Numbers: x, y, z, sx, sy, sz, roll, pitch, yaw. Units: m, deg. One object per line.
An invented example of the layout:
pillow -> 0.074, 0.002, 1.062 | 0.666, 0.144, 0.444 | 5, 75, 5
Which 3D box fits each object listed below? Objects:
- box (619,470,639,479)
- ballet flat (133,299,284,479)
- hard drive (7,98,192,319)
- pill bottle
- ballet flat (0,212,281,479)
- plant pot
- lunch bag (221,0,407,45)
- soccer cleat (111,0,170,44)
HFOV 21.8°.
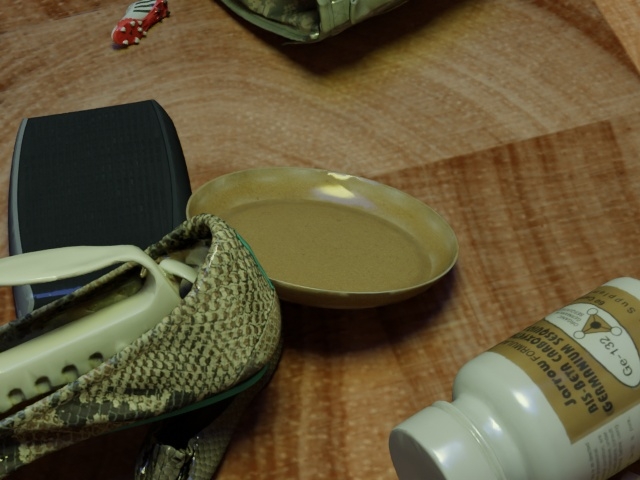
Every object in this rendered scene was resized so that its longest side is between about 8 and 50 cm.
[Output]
box -> 0.282, 0.271, 1.210 | 0.201, 0.021, 0.164 | 21, 52, 22
ballet flat -> -0.091, 0.114, 1.362 | 0.084, 0.058, 0.250 | 11, 49, 16
hard drive -> -0.201, -0.027, 1.506 | 0.172, 0.054, 0.255 | -9, 47, -3
pill bottle -> 0.173, 0.133, 1.272 | 0.229, 0.131, 0.131 | -28, 51, -19
ballet flat -> -0.264, 0.109, 1.257 | 0.482, 0.182, 0.164 | -26, 36, -7
plant pot -> 0.000, 0.000, 1.431 | 0.236, 0.032, 0.236 | 8, 26, -4
lunch bag -> 0.018, -0.313, 1.679 | 0.235, 0.169, 0.287 | -30, 47, -21
soccer cleat -> -0.191, -0.227, 1.712 | 0.035, 0.029, 0.083 | 20, 48, 33
